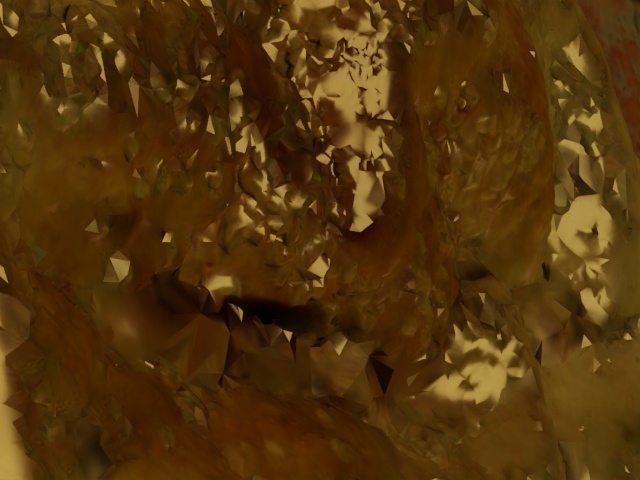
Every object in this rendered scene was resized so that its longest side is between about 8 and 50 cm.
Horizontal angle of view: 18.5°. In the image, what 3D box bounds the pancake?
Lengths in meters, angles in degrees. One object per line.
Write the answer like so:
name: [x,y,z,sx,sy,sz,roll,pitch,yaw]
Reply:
pancake: [0.000,-0.001,0.646,0.387,0.082,0.387,16,68,-43]
